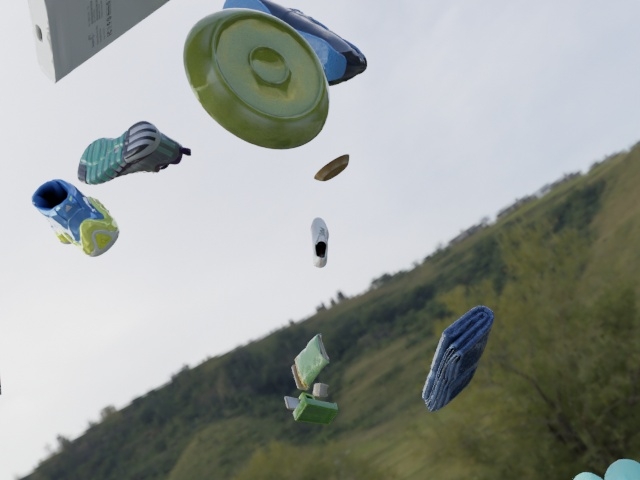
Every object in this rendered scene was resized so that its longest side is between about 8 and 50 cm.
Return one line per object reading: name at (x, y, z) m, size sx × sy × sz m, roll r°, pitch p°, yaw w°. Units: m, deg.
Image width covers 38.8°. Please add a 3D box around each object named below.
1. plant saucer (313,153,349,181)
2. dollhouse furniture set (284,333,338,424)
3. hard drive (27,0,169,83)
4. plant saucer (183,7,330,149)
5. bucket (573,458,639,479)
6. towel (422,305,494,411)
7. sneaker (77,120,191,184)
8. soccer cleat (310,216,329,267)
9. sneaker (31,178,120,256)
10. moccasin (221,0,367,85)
plant saucer at (0.025, -0.137, 1.756) m, size 0.083 × 0.015 × 0.083 m, roll -32°, pitch -11°, yaw -7°
dollhouse furniture set at (-0.024, 0.211, 1.377) m, size 0.058 × 0.152 × 0.076 m, roll 17°, pitch -58°, yaw -28°
hard drive at (-0.242, -0.350, 1.181) m, size 0.307 × 0.040 × 0.203 m, roll -44°, pitch -6°, yaw -23°
plant saucer at (-0.082, -0.246, 1.321) m, size 0.240 × 0.241 × 0.037 m, roll -15°, pitch -15°, yaw -37°
bucket at (0.480, 0.425, 1.311) m, size 0.281 × 0.183 × 0.281 m, roll -10°, pitch -27°, yaw -5°
towel at (0.137, 0.118, 0.894) m, size 0.067 × 0.029 × 0.120 m, roll -34°, pitch -30°, yaw -30°
sneaker at (-0.311, -0.125, 1.489) m, size 0.098 × 0.083 × 0.223 m, roll 24°, pitch -24°, yaw -39°
soccer cleat at (0.000, 0.000, 1.340) m, size 0.029 × 0.083 × 0.036 m, roll 4°, pitch -27°, yaw -7°
sneaker at (-0.394, -0.055, 1.414) m, size 0.091 × 0.240 × 0.126 m, roll -48°, pitch -59°, yaw -16°
moccasin at (-0.055, -0.358, 1.677) m, size 0.116 × 0.342 × 0.138 m, roll -8°, pitch -52°, yaw -43°
